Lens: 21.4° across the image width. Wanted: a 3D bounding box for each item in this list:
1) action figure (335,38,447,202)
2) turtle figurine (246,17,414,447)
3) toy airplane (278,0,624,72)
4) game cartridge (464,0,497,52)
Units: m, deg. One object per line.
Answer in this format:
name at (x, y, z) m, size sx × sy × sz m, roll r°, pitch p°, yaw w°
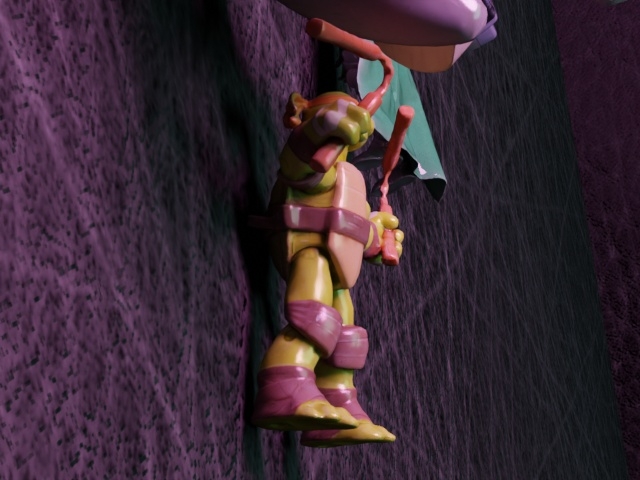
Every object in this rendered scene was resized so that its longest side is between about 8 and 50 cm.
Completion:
action figure at (0.030, -0.149, 1.213) m, size 0.137 × 0.063 × 0.232 m, roll 51°, pitch 26°, yaw -62°
turtle figurine at (0.000, 0.000, 0.951) m, size 0.269 × 0.087 × 0.217 m, roll 66°, pitch 27°, yaw -73°
toy airplane at (0.022, -0.234, 0.802) m, size 0.386 × 0.272 × 0.384 m, roll 63°, pitch -13°, yaw -17°
game cartridge at (0.056, -0.288, 1.306) m, size 0.230 × 0.068 × 0.355 m, roll 65°, pitch 10°, yaw 14°
